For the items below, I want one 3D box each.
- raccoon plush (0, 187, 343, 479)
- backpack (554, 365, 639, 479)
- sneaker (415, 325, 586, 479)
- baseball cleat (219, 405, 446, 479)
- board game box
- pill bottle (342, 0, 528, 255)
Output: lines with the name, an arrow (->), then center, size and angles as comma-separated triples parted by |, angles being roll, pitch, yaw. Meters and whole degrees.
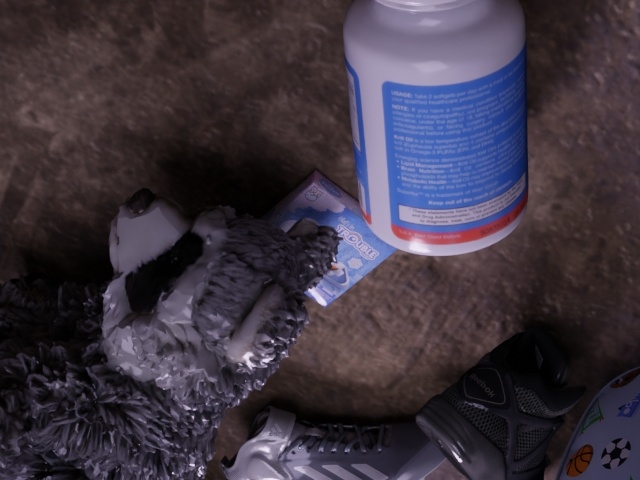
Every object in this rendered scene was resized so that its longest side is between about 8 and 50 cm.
raccoon plush -> -0.088, 0.153, 1.282 | 0.299, 0.216, 0.446 | -12, 132, 16
backpack -> 0.295, 0.219, 1.244 | 0.213, 0.276, 0.263 | 45, 147, -17
sneaker -> 0.168, 0.156, 1.316 | 0.130, 0.087, 0.227 | -42, 143, -5
baseball cleat -> 0.009, 0.181, 1.373 | 0.206, 0.072, 0.109 | -24, 113, 19
board game box -> 0.000, 0.000, 1.261 | 0.090, 0.020, 0.090 | 37, 124, -20
pill bottle -> 0.080, -0.110, 1.097 | 0.124, 0.124, 0.221 | 0, 129, 8
